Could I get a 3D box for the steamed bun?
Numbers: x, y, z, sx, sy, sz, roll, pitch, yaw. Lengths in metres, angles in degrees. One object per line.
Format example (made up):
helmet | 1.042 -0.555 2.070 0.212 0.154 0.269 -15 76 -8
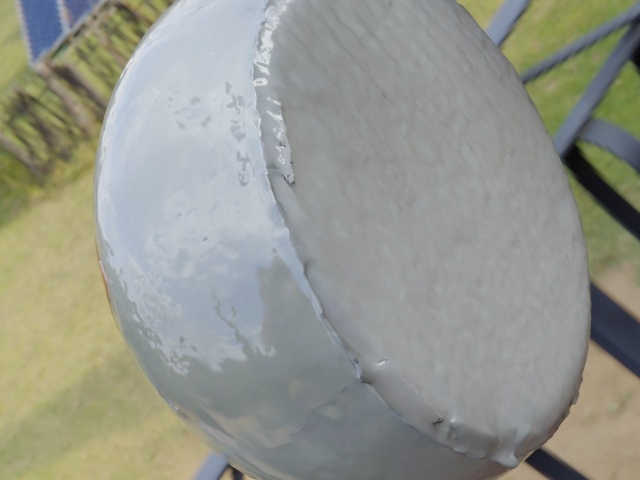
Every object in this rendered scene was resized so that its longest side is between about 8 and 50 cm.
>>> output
steamed bun | 0.000 0.000 0.954 0.241 0.374 0.374 -20 38 36
